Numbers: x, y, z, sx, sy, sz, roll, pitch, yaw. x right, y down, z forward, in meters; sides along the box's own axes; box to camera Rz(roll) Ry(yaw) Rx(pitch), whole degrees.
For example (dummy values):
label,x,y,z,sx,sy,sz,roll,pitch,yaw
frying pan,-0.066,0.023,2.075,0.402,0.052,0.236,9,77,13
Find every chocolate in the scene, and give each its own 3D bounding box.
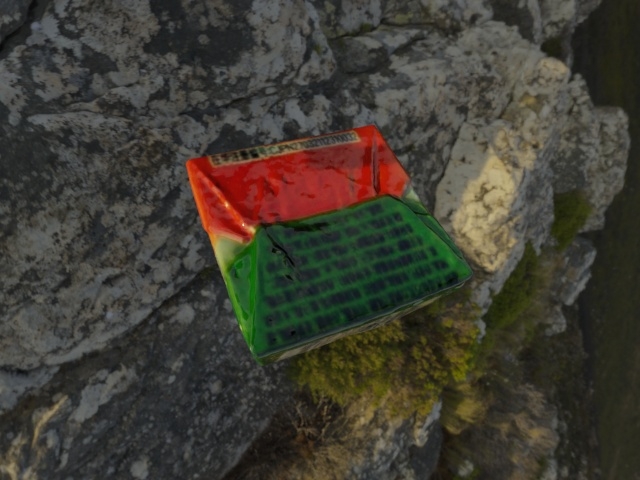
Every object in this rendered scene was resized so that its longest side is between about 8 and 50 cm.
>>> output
label,x,y,z,sx,sy,sz,roll,pitch,yaw
chocolate,0.000,0.000,0.755,0.360,0.341,0.161,-15,152,-20
